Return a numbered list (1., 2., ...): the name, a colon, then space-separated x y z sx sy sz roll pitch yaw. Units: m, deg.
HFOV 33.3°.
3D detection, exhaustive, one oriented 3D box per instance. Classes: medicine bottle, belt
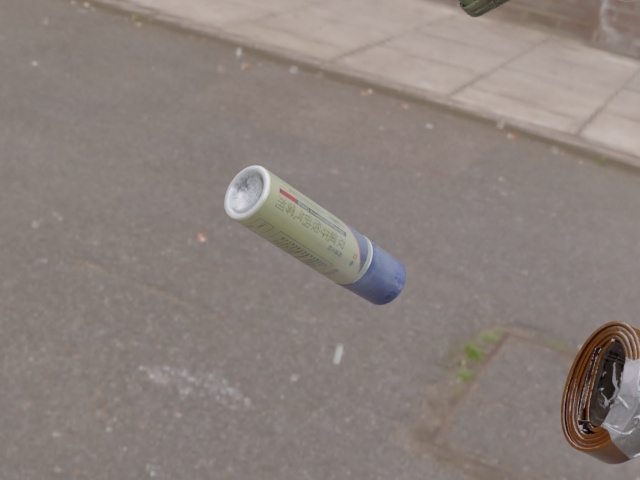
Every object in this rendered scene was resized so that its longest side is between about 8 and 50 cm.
1. medicine bottle: 0.000 0.000 1.086 0.231 0.059 0.059 32 4 -43
2. belt: 0.565 0.290 2.038 0.105 0.261 0.184 26 -16 -31

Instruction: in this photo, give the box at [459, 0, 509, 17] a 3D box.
1. box: 0.282 -0.581 1.724 0.344 0.352 0.177 41 56 -24
